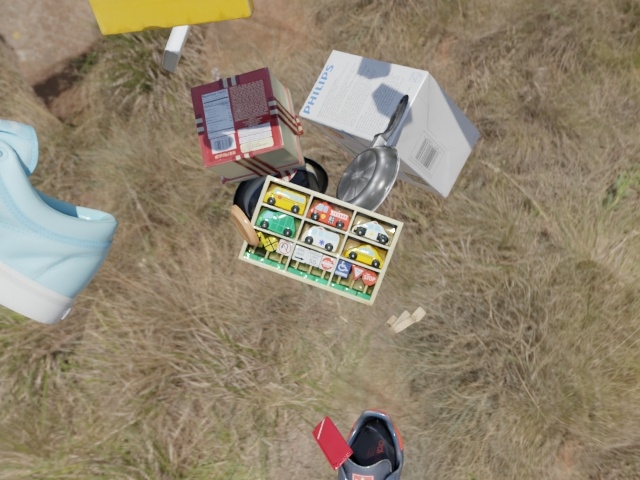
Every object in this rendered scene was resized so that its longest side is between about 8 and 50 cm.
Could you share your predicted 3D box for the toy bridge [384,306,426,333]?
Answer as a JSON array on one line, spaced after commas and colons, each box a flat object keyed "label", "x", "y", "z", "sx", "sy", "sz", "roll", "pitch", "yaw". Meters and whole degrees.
[{"label": "toy bridge", "x": 0.206, "y": 0.209, "z": 1.616, "sx": 0.026, "sy": 0.188, "sz": 0.063, "roll": 47, "pitch": 69, "yaw": -1}]

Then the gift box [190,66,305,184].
[{"label": "gift box", "x": -0.193, "y": -0.278, "z": 1.704, "sx": 0.255, "sy": 0.258, "sz": 0.276, "roll": -8, "pitch": 85, "yaw": 11}]

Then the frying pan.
[{"label": "frying pan", "x": 0.131, "y": -0.184, "z": 1.386, "sx": 0.326, "sy": 0.053, "sz": 0.197, "roll": -58, "pitch": 26, "yaw": 4}]

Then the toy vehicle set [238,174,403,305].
[{"label": "toy vehicle set", "x": 0.000, "y": 0.000, "z": 1.176, "sx": 0.266, "sy": 0.035, "sz": 0.166, "roll": 19, "pitch": 95, "yaw": 0}]

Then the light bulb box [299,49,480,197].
[{"label": "light bulb box", "x": 0.200, "y": -0.335, "z": 1.815, "sx": 0.361, "sy": 0.358, "sz": 0.225, "roll": 28, "pitch": 89, "yaw": 41}]

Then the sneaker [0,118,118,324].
[{"label": "sneaker", "x": -0.340, "y": -0.071, "z": 0.559, "sx": 0.135, "sy": 0.366, "sz": 0.150, "roll": 28, "pitch": 78, "yaw": 45}]

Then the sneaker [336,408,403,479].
[{"label": "sneaker", "x": 0.072, "y": 0.449, "z": 1.061, "sx": 0.131, "sy": 0.148, "sz": 0.350, "roll": 2, "pitch": 50, "yaw": 8}]

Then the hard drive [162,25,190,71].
[{"label": "hard drive", "x": -0.354, "y": -0.625, "z": 1.703, "sx": 0.040, "sy": 0.203, "sz": 0.308, "roll": 21, "pitch": 86, "yaw": -16}]

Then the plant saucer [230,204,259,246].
[{"label": "plant saucer", "x": -0.134, "y": -0.024, "z": 1.104, "sx": 0.013, "sy": 0.083, "sz": 0.083, "roll": -33, "pitch": 66, "yaw": -14}]

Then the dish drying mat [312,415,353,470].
[{"label": "dish drying mat", "x": 0.013, "y": 0.251, "z": 0.785, "sx": 0.032, "sy": 0.008, "sz": 0.083, "roll": -44, "pitch": 23, "yaw": -4}]

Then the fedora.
[{"label": "fedora", "x": -0.113, "y": -0.111, "z": 2.015, "sx": 0.334, "sy": 0.334, "sz": 0.152, "roll": -31, "pitch": 49, "yaw": 9}]

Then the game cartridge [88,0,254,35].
[{"label": "game cartridge", "x": -0.280, "y": -0.510, "z": 1.029, "sx": 0.285, "sy": 0.324, "sz": 0.053, "roll": -4, "pitch": 41, "yaw": 9}]
